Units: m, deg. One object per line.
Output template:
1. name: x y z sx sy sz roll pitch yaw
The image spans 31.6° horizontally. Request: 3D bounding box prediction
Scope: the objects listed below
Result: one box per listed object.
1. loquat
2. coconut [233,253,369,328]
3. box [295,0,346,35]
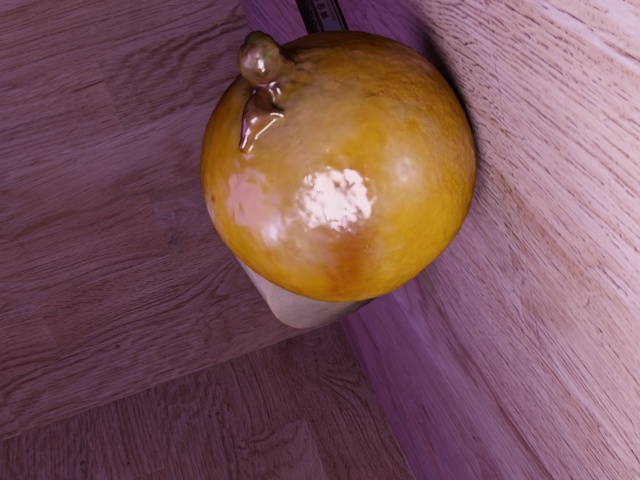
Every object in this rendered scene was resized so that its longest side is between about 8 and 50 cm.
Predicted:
1. loquat: 0.006 -0.104 1.317 0.359 0.328 0.328 50 -171 -39
2. coconut: 0.000 0.000 1.966 0.323 0.323 0.322 161 90 -85
3. box: -0.001 -0.396 1.997 0.180 0.047 0.324 87 164 -75
